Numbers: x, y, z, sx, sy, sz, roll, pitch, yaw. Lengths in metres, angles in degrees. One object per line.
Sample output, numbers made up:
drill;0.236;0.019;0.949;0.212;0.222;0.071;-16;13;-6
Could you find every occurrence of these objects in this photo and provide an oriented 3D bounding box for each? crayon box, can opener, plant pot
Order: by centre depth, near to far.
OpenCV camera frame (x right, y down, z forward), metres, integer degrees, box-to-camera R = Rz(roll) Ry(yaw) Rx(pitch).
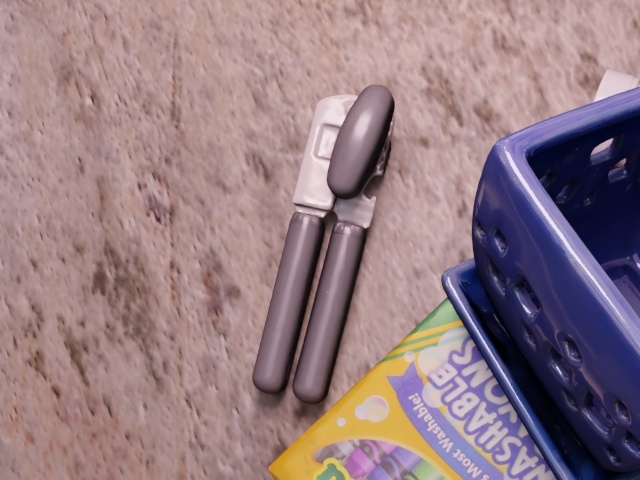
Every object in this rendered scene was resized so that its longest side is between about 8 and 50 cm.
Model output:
plant pot;0.239;0.042;0.908;0.236;0.212;0.236;-19;66;-26
crayon box;0.107;0.188;1.046;0.323;0.083;0.203;-44;76;0
can opener;0.000;0.000;1.100;0.074;0.093;0.280;13;87;11

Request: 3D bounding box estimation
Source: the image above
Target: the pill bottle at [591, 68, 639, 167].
pill bottle;0.311;-0.078;1.049;0.180;0.108;0.108;20;83;12
